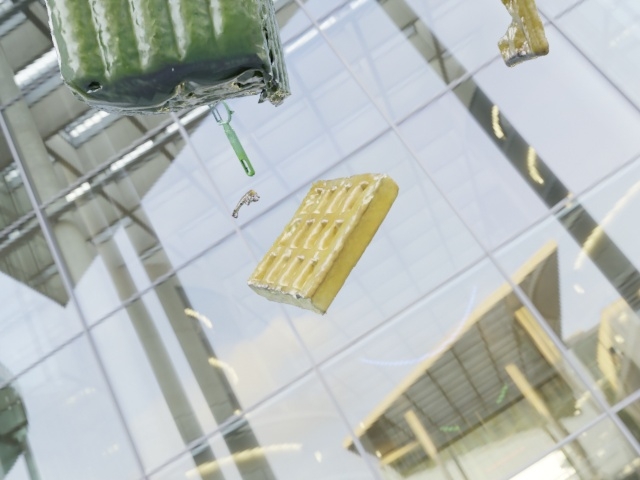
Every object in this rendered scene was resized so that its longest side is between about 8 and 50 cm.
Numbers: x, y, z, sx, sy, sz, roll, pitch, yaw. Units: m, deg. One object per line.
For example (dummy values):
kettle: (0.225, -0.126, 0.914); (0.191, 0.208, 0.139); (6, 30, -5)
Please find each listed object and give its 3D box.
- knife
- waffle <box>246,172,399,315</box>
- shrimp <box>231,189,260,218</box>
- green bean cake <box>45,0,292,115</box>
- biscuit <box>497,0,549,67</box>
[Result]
knife: (-0.188, -0.232, 1.702); (0.054, 0.015, 0.212); (-8, -57, 26)
waffle: (0.000, 0.000, 1.177); (0.055, 0.248, 0.221); (39, -104, -20)
shrimp: (-0.184, -0.092, 1.911); (0.091, 0.025, 0.127); (-53, 18, -13)
green bean cake: (-0.224, -0.294, 1.196); (0.319, 0.218, 0.335); (-11, 2, 6)
biscuit: (0.408, -0.458, 1.604); (0.039, 0.183, 0.174); (-23, 11, -8)
